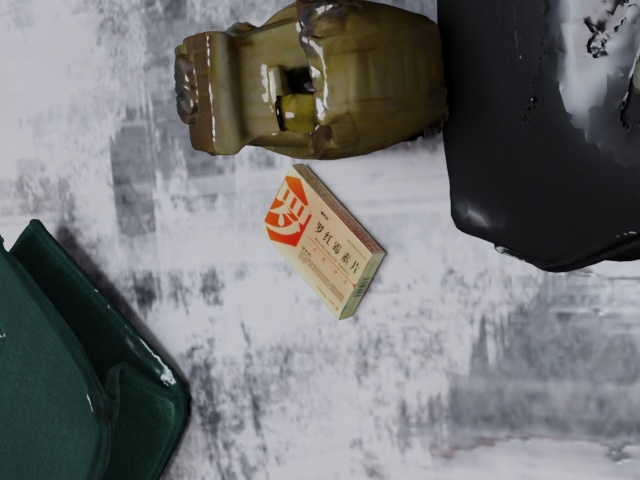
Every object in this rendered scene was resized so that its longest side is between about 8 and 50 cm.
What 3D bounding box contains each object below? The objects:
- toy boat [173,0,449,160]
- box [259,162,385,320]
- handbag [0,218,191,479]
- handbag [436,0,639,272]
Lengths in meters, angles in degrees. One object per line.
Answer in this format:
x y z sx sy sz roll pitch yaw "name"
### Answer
-0.017 -0.086 0.815 0.321 0.122 0.089 -152 59 -79 "toy boat"
0.000 0.000 0.975 0.093 0.015 0.058 48 129 29 "box"
-0.239 0.170 1.204 0.238 0.089 0.326 47 128 31 "handbag"
0.146 -0.148 0.640 0.288 0.152 0.342 -151 57 -79 "handbag"
